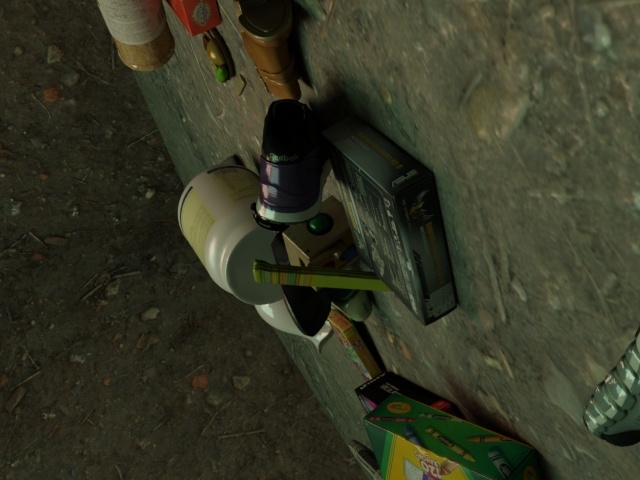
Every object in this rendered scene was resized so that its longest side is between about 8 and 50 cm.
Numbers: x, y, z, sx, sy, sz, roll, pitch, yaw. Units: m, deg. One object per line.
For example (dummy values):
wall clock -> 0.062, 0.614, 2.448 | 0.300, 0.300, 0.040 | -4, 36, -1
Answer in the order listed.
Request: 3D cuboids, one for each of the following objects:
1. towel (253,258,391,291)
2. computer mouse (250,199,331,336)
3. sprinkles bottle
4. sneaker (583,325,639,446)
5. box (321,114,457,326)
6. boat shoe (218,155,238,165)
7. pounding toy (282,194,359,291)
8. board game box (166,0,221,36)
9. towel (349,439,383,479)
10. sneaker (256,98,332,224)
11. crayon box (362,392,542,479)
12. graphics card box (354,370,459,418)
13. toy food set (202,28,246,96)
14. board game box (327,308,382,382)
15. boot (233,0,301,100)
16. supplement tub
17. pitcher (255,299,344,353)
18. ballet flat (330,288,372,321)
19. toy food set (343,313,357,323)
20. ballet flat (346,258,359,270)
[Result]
towel -> 0.017, 0.055, 1.090 | 0.102, 0.237, 0.021 | 107, 167, -77
computer mouse -> -0.039, 0.051, 1.369 | 0.188, 0.072, 0.272 | 46, -159, -58
sprinkles bottle -> -0.360, -0.463, 1.330 | 0.121, 0.121, 0.355 | 56, 168, 20
sneaker -> 0.265, 0.127, 0.494 | 0.132, 0.086, 0.229 | 51, 164, 32
box -> 0.091, -0.025, 0.938 | 0.183, 0.056, 0.231 | 49, 163, 49
boat shoe -> -0.259, -0.156, 2.034 | 0.119, 0.121, 0.335 | 54, 180, -4
pounding toy -> 0.007, 0.012, 1.188 | 0.100, 0.130, 0.141 | 43, 161, 28
board game box -> -0.298, -0.560, 1.301 | 0.317, 0.064, 0.242 | 55, 167, 28
towel -> 0.217, 0.591, 1.608 | 0.324, 0.056, 0.312 | 40, 172, -13
sneaker -> -0.029, -0.145, 0.977 | 0.283, 0.107, 0.124 | -90, 1, -57
crayon box -> 0.201, 0.351, 1.078 | 0.278, 0.081, 0.166 | 10, 125, 51
graphics card box -> 0.199, 0.395, 1.392 | 0.233, 0.094, 0.371 | 61, 169, -6
toy food set -> -0.218, -0.379, 1.453 | 0.192, 0.038, 0.132 | 61, 169, -2
board game box -> 0.102, 0.279, 1.632 | 0.259, 0.039, 0.124 | 56, 171, -19
boot -> -0.060, -0.258, 1.001 | 0.197, 0.072, 0.152 | -115, 4, -56
supplement tub -> -0.177, -0.017, 1.655 | 0.325, 0.235, 0.236 | 46, 161, 53
pitcher -> -0.047, 0.159, 1.728 | 0.207, 0.125, 0.178 | 34, 137, 4
ballet flat -> 0.032, 0.098, 1.450 | 0.248, 0.086, 0.086 | 36, 153, 62
toy food set -> 0.056, 0.148, 1.590 | 0.083, 0.020, 0.082 | 60, 168, 8
ballet flat -> 0.000, 0.000, 1.331 | 0.068, 0.072, 0.213 | 51, 177, -35
